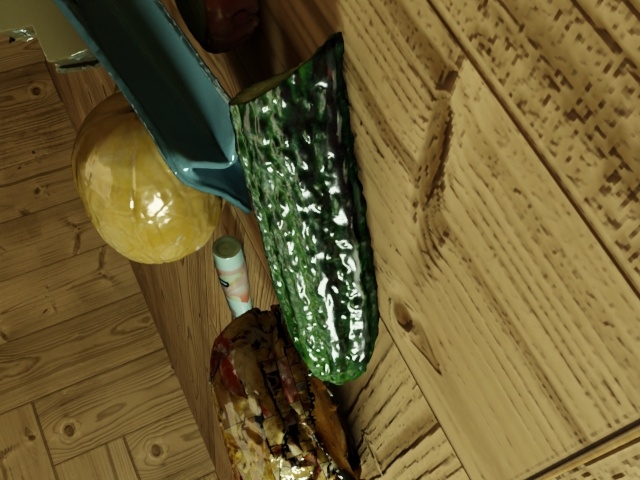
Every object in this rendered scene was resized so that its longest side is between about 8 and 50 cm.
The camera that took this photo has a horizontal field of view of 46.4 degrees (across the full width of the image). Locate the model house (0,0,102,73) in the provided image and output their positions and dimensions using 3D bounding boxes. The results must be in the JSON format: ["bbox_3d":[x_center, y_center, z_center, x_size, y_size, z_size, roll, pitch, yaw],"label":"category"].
[{"bbox_3d":[-0.355,-0.329,1.058,0.248,0.176,0.181,-117,9,-82],"label":"model house"}]

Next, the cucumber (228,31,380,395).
[{"bbox_3d":[0.000,0.001,0.484,0.077,0.077,0.265,43,151,54],"label":"cucumber"}]

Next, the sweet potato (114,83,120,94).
[{"bbox_3d":[-0.250,-0.178,1.050,0.182,0.054,0.053,57,168,27],"label":"sweet potato"}]

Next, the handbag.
[{"bbox_3d":[-0.118,-0.130,0.569,0.229,0.062,0.179,54,-179,11],"label":"handbag"}]

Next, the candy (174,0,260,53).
[{"bbox_3d":[-0.081,-0.189,0.545,0.103,0.043,0.103,55,160,31],"label":"candy"}]

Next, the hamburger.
[{"bbox_3d":[-0.027,0.165,0.644,0.231,0.106,0.231,-18,-90,-88],"label":"hamburger"}]

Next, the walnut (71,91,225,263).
[{"bbox_3d":[-0.178,-0.069,0.787,0.165,0.165,0.197,59,168,29],"label":"walnut"}]

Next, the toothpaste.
[{"bbox_3d":[-0.103,0.067,0.926,0.056,0.036,0.205,55,162,32],"label":"toothpaste"}]
